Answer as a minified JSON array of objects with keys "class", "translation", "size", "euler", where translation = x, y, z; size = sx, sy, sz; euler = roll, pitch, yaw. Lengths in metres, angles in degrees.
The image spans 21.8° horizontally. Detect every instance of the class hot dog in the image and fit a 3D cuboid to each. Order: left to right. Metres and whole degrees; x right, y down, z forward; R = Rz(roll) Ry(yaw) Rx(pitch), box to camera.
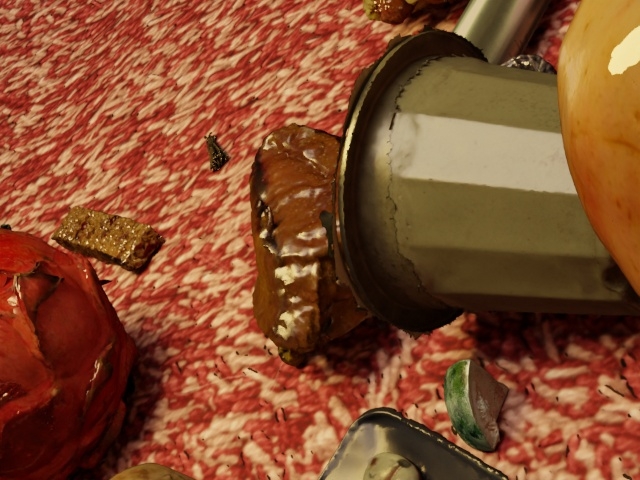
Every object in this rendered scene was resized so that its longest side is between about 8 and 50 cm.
[{"class":"hot dog","translation":[0.133,-0.331,1.932],"size":[0.213,0.103,0.146],"euler":[-48,11,-20]}]

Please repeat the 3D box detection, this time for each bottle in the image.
[{"class":"bottle","translation":[0.169,-0.200,1.755],"size":[0.079,0.096,0.253],"euler":[23,69,18]}]

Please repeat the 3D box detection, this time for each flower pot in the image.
[{"class":"flower pot","translation":[0.183,-0.037,1.444],"size":[0.259,0.290,0.290],"euler":[9,61,36]}]

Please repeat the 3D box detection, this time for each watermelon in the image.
[{"class":"watermelon","translation":[0.145,0.147,1.473],"size":[0.061,0.085,0.085],"euler":[-22,29,-17]}]

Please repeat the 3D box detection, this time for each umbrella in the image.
[{"class":"umbrella","translation":[-0.132,-0.110,2.055],"size":[0.083,0.020,0.031],"euler":[-120,38,-55]}]

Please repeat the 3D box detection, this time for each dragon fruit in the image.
[{"class":"dragon fruit","translation":[-0.349,0.138,1.811],"size":[0.295,0.301,0.295],"euler":[-11,59,19]}]

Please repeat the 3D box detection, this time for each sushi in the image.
[{"class":"sushi","translation":[-0.001,0.003,1.689],"size":[0.167,0.179,0.296],"euler":[-22,40,5]}]

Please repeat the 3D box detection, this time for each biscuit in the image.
[{"class":"biscuit","translation":[-0.268,-0.004,2.074],"size":[0.199,0.034,0.064],"euler":[16,67,52]}]

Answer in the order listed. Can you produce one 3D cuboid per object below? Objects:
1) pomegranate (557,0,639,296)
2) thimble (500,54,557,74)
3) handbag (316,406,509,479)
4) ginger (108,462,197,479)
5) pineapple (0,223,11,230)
[{"class":"pomegranate","translation":[0.368,-0.103,1.155],"size":[0.411,0.411,0.411],"euler":[-28,37,24]},{"class":"thimble","translation":[0.208,-0.134,1.669],"size":[0.095,0.066,0.104],"euler":[-49,36,-2]},{"class":"handbag","translation":[0.056,0.319,1.312],"size":[0.329,0.122,0.303],"euler":[-53,35,-7]},{"class":"ginger","translation":[-0.195,0.362,1.473],"size":[0.375,0.176,0.256],"euler":[-54,19,-24]},{"class":"pineapple","translation":[-0.414,0.036,2.147],"size":[0.103,0.083,0.221],"euler":[-30,33,-16]}]
